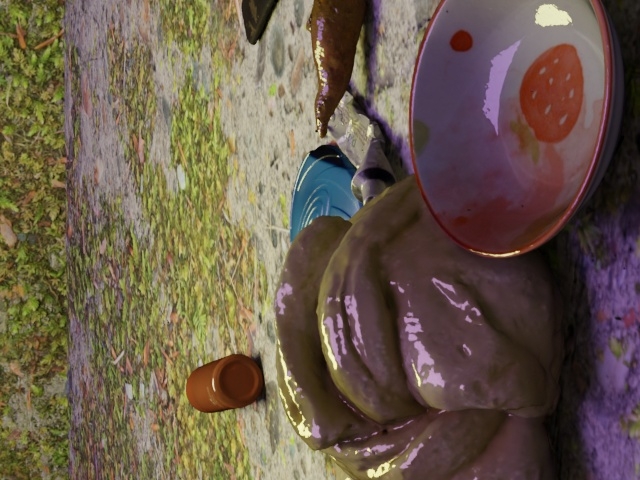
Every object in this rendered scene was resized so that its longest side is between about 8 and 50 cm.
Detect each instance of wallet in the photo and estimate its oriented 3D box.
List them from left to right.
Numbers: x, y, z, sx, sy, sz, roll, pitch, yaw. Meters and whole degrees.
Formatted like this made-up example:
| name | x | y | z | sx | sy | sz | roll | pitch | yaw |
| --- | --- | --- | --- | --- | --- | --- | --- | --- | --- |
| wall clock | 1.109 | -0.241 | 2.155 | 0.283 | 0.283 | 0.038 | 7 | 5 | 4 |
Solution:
| name | x | y | z | sx | sy | sz | roll | pitch | yaw |
| --- | --- | --- | --- | --- | --- | --- | --- | --- | --- |
| wallet | -0.080 | -0.346 | 1.754 | 0.156 | 0.018 | 0.082 | 127 | 134 | -59 |

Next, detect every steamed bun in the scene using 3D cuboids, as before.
| name | x | y | z | sx | sy | sz | roll | pitch | yaw |
| --- | --- | --- | --- | --- | --- | --- | --- | --- | --- |
| steamed bun | 0.084 | 0.124 | 1.189 | 0.325 | 0.230 | 0.372 | 32 | 121 | 59 |

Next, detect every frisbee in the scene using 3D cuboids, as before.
| name | x | y | z | sx | sy | sz | roll | pitch | yaw |
| --- | --- | --- | --- | --- | --- | --- | --- | --- | --- |
| frisbee | 0.000 | 0.000 | 1.595 | 0.242 | 0.045 | 0.242 | 175 | 90 | -66 |

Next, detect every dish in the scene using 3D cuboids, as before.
| name | x | y | z | sx | sy | sz | roll | pitch | yaw |
| --- | --- | --- | --- | --- | --- | --- | --- | --- | --- |
| dish | 0.182 | -0.114 | 1.070 | 0.260 | 0.085 | 0.260 | -5 | 84 | 58 |

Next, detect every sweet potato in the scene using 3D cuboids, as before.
| name | x | y | z | sx | sy | sz | roll | pitch | yaw |
| --- | --- | --- | --- | --- | --- | --- | --- | --- | --- |
| sweet potato | 0.016 | -0.231 | 1.463 | 0.068 | 0.068 | 0.226 | -173 | 89 | -67 |

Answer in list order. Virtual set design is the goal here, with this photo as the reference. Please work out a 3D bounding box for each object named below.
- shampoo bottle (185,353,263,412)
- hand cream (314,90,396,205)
| name | x | y | z | sx | sy | sz | roll | pitch | yaw |
| --- | --- | --- | --- | --- | --- | --- | --- | --- | --- |
| shampoo bottle | -0.163 | 0.228 | 1.980 | 0.244 | 0.085 | 0.085 | 157 | 107 | -68 |
| hand cream | 0.040 | -0.109 | 1.472 | 0.257 | 0.050 | 0.084 | -113 | 28 | -56 |
